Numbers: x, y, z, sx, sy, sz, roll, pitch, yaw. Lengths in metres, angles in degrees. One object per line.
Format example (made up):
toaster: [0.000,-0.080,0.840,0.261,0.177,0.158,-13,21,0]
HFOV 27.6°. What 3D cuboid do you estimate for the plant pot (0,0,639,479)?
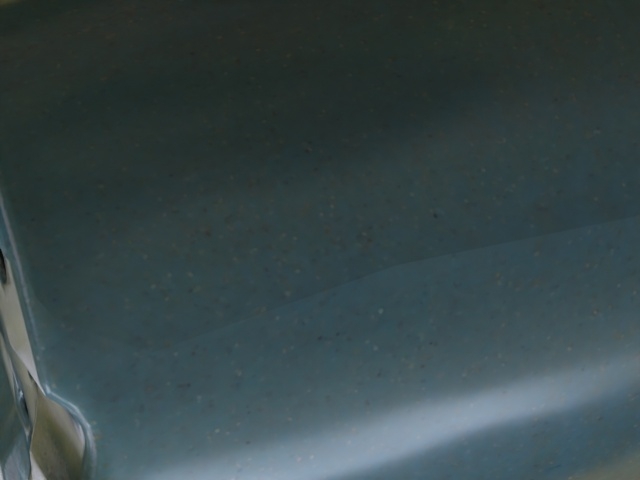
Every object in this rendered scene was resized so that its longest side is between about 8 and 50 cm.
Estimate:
plant pot: [0.017,-0.002,0.562,0.334,0.341,0.341,-13,-163,-22]
